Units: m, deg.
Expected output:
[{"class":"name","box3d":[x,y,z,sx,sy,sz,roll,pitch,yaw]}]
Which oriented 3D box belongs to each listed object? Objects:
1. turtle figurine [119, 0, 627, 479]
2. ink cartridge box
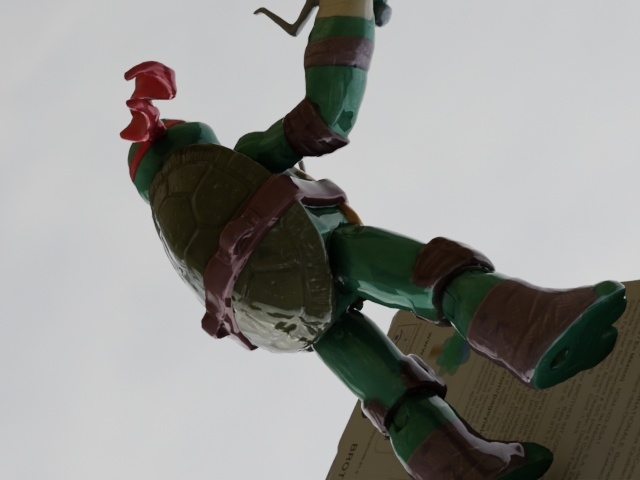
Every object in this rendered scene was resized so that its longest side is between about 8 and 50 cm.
[{"class":"turtle figurine","box3d":[0.000,0.000,0.602,0.118,0.175,0.234,-32,-122,-30]},{"class":"ink cartridge box","box3d":[0.096,0.108,0.616,0.311,0.065,0.186,-16,-135,61]}]
